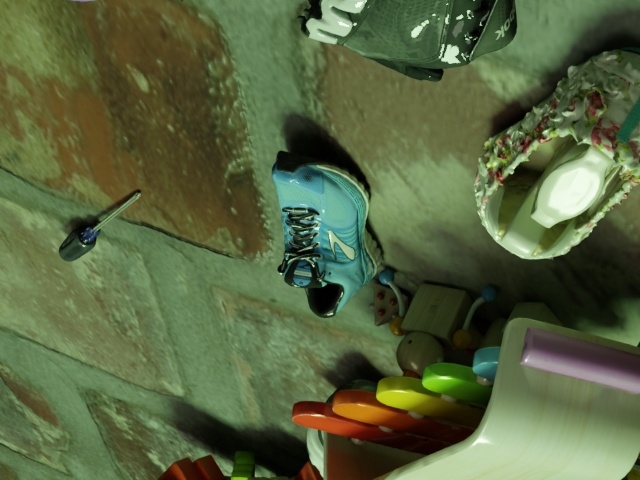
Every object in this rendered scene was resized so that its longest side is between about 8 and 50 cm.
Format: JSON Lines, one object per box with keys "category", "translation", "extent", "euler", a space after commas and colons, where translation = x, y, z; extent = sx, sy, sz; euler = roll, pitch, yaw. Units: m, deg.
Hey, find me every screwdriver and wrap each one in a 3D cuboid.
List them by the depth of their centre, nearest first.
{"category": "screwdriver", "translation": [-0.188, -0.016, 1.414], "extent": [0.024, 0.025, 0.170], "euler": [38, 143, -13]}

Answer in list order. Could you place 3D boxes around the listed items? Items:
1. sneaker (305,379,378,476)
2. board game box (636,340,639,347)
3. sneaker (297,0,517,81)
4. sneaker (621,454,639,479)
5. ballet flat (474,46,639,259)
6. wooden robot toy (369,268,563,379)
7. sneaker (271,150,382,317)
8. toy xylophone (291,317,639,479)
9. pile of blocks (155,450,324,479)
{"category": "sneaker", "translation": [0.114, 0.210, 1.402], "extent": [0.271, 0.100, 0.108], "euler": [28, 148, 5]}
{"category": "board game box", "translation": [0.342, 0.150, 1.130], "extent": [0.165, 0.042, 0.243], "euler": [-4, 138, 47]}
{"category": "sneaker", "translation": [0.069, -0.149, 0.866], "extent": [0.106, 0.078, 0.234], "euler": [30, 157, -6]}
{"category": "sneaker", "translation": [0.196, 0.201, 1.315], "extent": [0.185, 0.084, 0.069], "euler": [16, 150, 25]}
{"category": "ballet flat", "translation": [0.139, -0.035, 0.984], "extent": [0.091, 0.077, 0.241], "euler": [29, 154, 1]}
{"category": "wooden robot toy", "translation": [0.093, 0.080, 1.220], "extent": [0.173, 0.079, 0.076], "euler": [9, 146, 36]}
{"category": "sneaker", "translation": [0.000, 0.000, 1.183], "extent": [0.063, 0.073, 0.162], "euler": [14, 149, 30]}
{"category": "toy xylophone", "translation": [0.134, 0.152, 1.185], "extent": [0.236, 0.081, 0.322], "euler": [19, 155, -27]}
{"category": "pile of blocks", "translation": [-0.013, 0.261, 1.636], "extent": [0.362, 0.149, 0.113], "euler": [6, 102, 24]}
